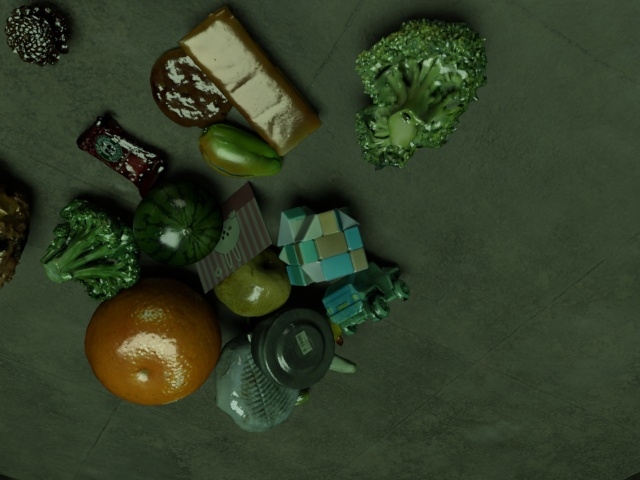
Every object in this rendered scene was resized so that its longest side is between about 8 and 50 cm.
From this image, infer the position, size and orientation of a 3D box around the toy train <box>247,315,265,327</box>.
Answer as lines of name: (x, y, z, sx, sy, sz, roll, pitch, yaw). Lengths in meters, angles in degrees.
toy train: (-0.178, 0.212, 1.903, 0.044, 0.042, 0.209, 41, 127, 2)

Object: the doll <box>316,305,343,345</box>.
doll: (0.037, 0.250, 1.876, 0.143, 0.135, 0.221, 37, 138, 17)

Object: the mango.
mango: (-0.206, -0.219, 1.502, 0.233, 0.111, 0.125, 21, 142, -28)

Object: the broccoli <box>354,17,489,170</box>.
broccoli: (0.183, -0.323, 1.276, 0.249, 0.302, 0.375, 52, 131, 13)

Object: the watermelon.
watermelon: (-0.383, -0.045, 1.574, 0.242, 0.242, 0.242, 3, 130, 3)

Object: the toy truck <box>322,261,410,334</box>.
toy truck: (0.134, 0.157, 1.686, 0.155, 0.279, 0.156, -34, 86, 33)

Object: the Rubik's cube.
Rubik's cube: (0.000, 0.000, 1.604, 0.224, 0.265, 0.213, -17, 92, -21)

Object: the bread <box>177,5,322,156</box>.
bread: (-0.159, -0.373, 1.371, 0.138, 0.077, 0.361, -36, 120, 13)

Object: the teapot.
teapot: (-0.074, 0.313, 1.793, 0.322, 0.239, 0.239, -6, -179, -31)

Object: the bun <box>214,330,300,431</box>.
bun: (-0.222, 0.462, 1.937, 0.194, 0.354, 0.354, -12, 130, 37)

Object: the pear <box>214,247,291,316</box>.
pear: (-0.206, 0.126, 1.724, 0.228, 0.188, 0.211, 46, 120, 10)

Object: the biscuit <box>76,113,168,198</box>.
biscuit: (-0.527, -0.228, 1.552, 0.235, 0.063, 0.151, 37, 124, -20)

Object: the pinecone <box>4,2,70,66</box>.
pinecone: (-0.638, -0.468, 1.323, 0.140, 0.120, 0.140, 4, 130, 5)

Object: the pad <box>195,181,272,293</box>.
pad: (-0.269, -0.004, 1.652, 0.300, 0.202, 0.005, -35, 157, 30)

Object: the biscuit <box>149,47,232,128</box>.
biscuit: (-0.317, -0.370, 1.429, 0.212, 0.036, 0.212, 2, 130, 2)

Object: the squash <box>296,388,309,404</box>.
squash: (-0.152, 0.608, 2.219, 0.239, 0.069, 0.069, -15, 127, 18)

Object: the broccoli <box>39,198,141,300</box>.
broccoli: (-0.668, 0.038, 1.669, 0.308, 0.275, 0.307, 14, 121, 25)

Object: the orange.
orange: (-0.518, 0.308, 1.835, 0.424, 0.326, 0.424, 0, 117, 0)

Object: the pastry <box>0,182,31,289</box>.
pastry: (-1.006, -0.012, 1.641, 0.405, 0.292, 0.337, -28, 133, 15)
